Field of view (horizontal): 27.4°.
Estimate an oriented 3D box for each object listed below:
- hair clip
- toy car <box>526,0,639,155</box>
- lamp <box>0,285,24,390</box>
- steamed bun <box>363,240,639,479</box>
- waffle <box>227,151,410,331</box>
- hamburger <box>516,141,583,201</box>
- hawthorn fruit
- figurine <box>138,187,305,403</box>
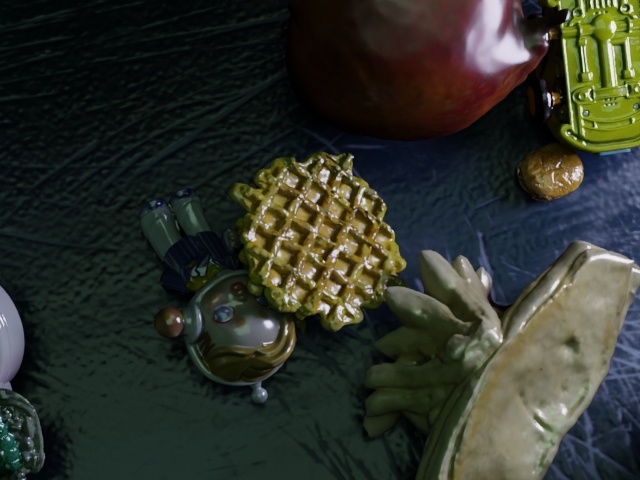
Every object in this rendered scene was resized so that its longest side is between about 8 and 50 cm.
[{"bbox_3d":[-0.488,0.229,1.541,0.321,0.091,0.138,4,113,18],"label":"hair clip"},{"bbox_3d":[0.362,-0.239,1.738,0.200,0.142,0.248,-4,97,-3],"label":"toy car"},{"bbox_3d":[-0.441,0.135,1.613,0.179,0.108,0.246,-8,98,23],"label":"lamp"},{"bbox_3d":[0.192,0.160,1.625,0.247,0.189,0.428,34,81,-35],"label":"steamed bun"},{"bbox_3d":[0.000,0.000,1.650,0.237,0.059,0.243,-5,65,-37],"label":"waffle"},{"bbox_3d":[0.307,-0.091,1.749,0.083,0.044,0.076,-32,81,-13],"label":"hamburger"},{"bbox_3d":[0.105,-0.271,1.657,0.324,0.308,0.308,12,76,-17],"label":"hawthorn fruit"},{"bbox_3d":[-0.141,0.067,1.648,0.274,0.133,0.194,37,54,11],"label":"figurine"}]
